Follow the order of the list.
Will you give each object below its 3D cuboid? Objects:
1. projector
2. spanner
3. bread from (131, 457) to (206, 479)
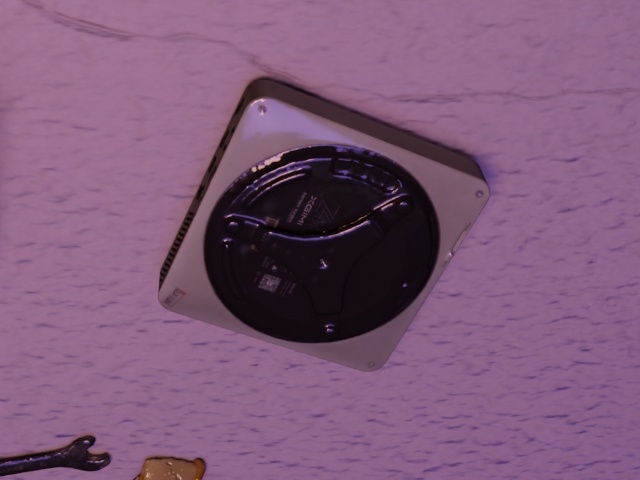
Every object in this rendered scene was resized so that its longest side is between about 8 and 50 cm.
[{"bbox_3d":[0.000,0.000,1.011,0.259,0.079,0.257,19,118,-17],"label":"projector"},{"bbox_3d":[-0.369,0.261,1.161,0.255,0.015,0.054,-8,121,-3],"label":"spanner"},{"bbox_3d":[-0.189,0.306,1.215,0.084,0.080,0.109,13,84,-16],"label":"bread"}]
